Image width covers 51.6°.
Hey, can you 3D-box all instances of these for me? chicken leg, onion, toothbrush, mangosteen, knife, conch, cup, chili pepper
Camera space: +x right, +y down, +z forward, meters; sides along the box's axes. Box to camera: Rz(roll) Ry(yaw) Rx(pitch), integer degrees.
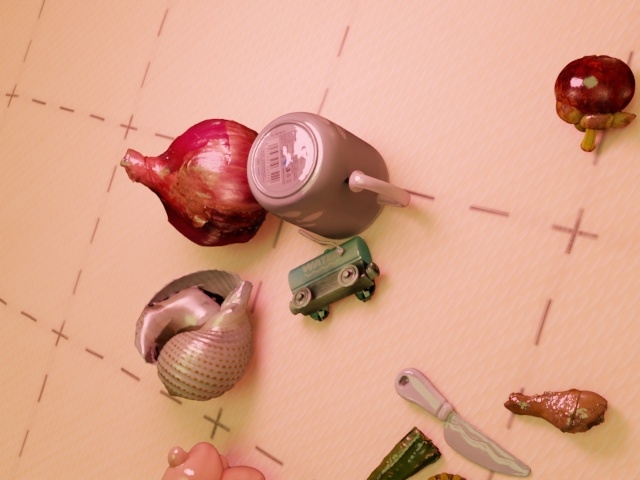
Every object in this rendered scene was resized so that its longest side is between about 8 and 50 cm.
[{"bbox_3d":[0.448,0.324,1.278,0.198,0.069,0.085,-2,77,39],"label":"chicken leg"},{"bbox_3d":[-0.313,-0.156,1.669,0.348,0.385,0.347,-30,54,55],"label":"onion"},{"bbox_3d":[0.000,0.000,1.615,0.022,0.017,0.204,-56,35,-5],"label":"toothbrush"},{"bbox_3d":[0.538,-0.276,1.304,0.156,0.146,0.181,10,85,30],"label":"mangosteen"},{"bbox_3d":[0.283,0.391,1.385,0.331,0.044,0.080,40,100,28],"label":"knife"},{"bbox_3d":[-0.294,0.242,1.675,0.303,0.215,0.319,33,66,27],"label":"conch"},{"bbox_3d":[0.027,-0.140,1.517,0.357,0.274,0.259,16,89,34],"label":"cup"},{"bbox_3d":[0.108,0.540,1.442,0.359,0.076,0.085,-44,86,16],"label":"chili pepper"}]

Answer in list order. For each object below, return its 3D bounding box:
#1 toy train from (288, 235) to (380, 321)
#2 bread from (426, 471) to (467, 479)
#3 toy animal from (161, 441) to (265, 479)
[{"bbox_3d":[0.026,0.087,1.583,0.248,0.101,0.159,-26,51,24],"label":"toy train"},{"bbox_3d":[0.261,0.543,1.343,0.130,0.071,0.139,-38,62,15],"label":"bread"},{"bbox_3d":[-0.251,0.602,1.554,0.221,0.229,0.210,22,97,31],"label":"toy animal"}]
